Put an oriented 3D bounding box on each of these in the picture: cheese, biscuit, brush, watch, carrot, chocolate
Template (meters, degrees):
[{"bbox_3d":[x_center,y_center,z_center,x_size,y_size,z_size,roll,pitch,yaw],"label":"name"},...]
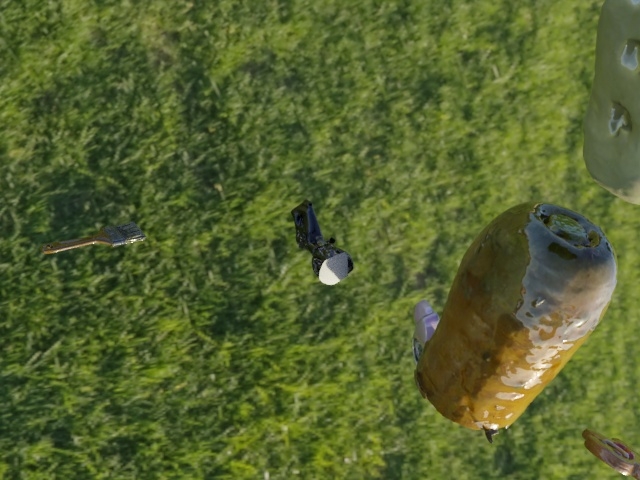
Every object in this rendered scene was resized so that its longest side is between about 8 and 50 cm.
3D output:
[{"bbox_3d":[0.443,-0.176,1.061,0.247,0.173,0.251,-8,122,-25],"label":"cheese"},{"bbox_3d":[0.551,0.391,1.579,0.250,0.165,0.036,27,98,-47],"label":"biscuit"},{"bbox_3d":[-0.351,0.000,1.352,0.170,0.014,0.043,-14,45,-39],"label":"brush"},{"bbox_3d":[0.330,0.230,2.023,0.217,0.248,0.211,-17,67,-11],"label":"watch"},{"bbox_3d":[0.299,0.113,1.343,0.224,0.341,0.224,16,31,-10],"label":"carrot"},{"bbox_3d":[-0.001,0.003,1.382,0.070,0.072,0.147,14,31,-32],"label":"chocolate"}]
